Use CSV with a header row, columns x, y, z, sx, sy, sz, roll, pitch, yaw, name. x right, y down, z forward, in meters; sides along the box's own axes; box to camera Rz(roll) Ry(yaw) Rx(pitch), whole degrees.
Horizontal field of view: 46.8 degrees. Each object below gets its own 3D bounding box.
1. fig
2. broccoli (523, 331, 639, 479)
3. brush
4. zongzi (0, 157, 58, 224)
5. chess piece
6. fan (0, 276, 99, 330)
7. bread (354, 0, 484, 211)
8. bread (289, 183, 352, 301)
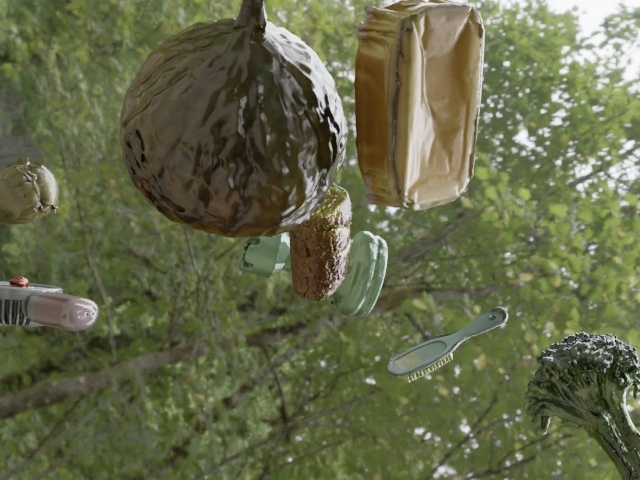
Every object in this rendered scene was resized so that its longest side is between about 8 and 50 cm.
x,y,z,sx,sy,sz,roll,pitch,yaw,name
-0.102,-0.177,0.856,0.286,0.286,0.368,61,-16,23,fig
0.431,0.285,1.204,0.177,0.198,0.275,53,34,-51,broccoli
0.280,0.233,1.594,0.068,0.297,0.060,48,-21,56,brush
-0.523,-0.068,1.190,0.194,0.197,0.099,-178,-104,-68,zongzi
-0.021,0.045,1.623,0.194,0.299,0.194,-164,-90,-77,chess piece
-0.424,0.096,1.113,0.244,0.130,0.074,4,-93,36,fan
0.114,-0.161,0.885,0.107,0.136,0.241,33,-50,53,bread
0.000,0.000,1.260,0.103,0.132,0.172,13,-55,18,bread
